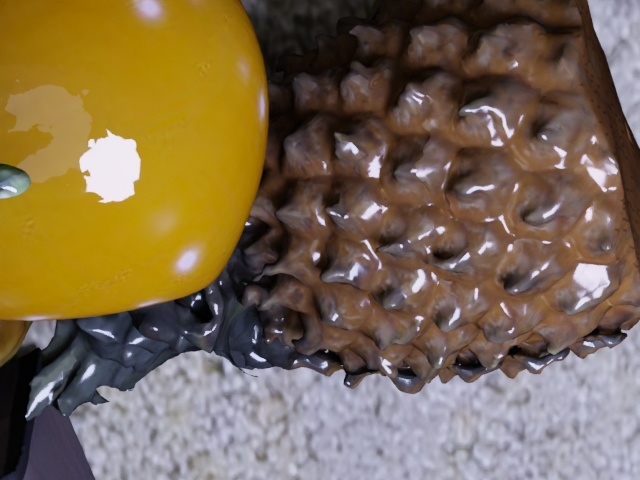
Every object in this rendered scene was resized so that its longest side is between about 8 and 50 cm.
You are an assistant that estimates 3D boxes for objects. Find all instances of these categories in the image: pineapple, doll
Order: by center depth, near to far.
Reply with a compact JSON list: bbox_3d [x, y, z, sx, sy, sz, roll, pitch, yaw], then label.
[{"bbox_3d":[-0.142,-0.056,0.798,0.213,0.236,0.214,8,106,30],"label":"doll"},{"bbox_3d":[0.000,-0.002,0.970,0.357,0.223,0.223,-20,107,14],"label":"pineapple"}]

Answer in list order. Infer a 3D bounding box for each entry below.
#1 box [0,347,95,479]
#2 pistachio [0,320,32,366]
[{"bbox_3d":[-0.190,0.228,1.039,0.153,0.188,0.252,-20,109,3],"label":"box"},{"bbox_3d":[-0.210,0.011,0.999,0.110,0.100,0.189,7,64,14],"label":"pistachio"}]
